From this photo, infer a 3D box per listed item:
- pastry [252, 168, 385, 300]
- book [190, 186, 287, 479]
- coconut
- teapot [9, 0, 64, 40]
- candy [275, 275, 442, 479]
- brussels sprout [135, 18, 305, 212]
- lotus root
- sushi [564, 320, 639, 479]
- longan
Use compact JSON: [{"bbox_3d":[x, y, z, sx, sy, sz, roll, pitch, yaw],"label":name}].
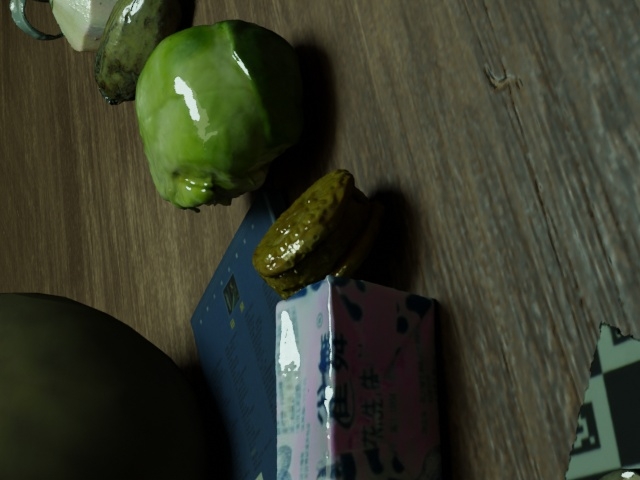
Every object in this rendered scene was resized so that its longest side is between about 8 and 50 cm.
[{"bbox_3d":[0.000,0.000,0.710,0.097,0.057,0.109,-47,14,4],"label":"pastry"},{"bbox_3d":[-0.045,0.116,0.848,0.191,0.025,0.269,-58,38,39],"label":"book"},{"bbox_3d":[-0.261,-0.280,1.217,0.116,0.122,0.116,-14,75,61],"label":"coconut"},{"bbox_3d":[-0.353,-0.413,1.383,0.193,0.129,0.295,5,82,35],"label":"teapot"},{"bbox_3d":[0.025,0.110,0.642,0.073,0.092,0.160,-22,64,54],"label":"candy"},{"bbox_3d":[-0.083,-0.107,0.853,0.183,0.131,0.146,-20,90,61],"label":"brussels sprout"},{"bbox_3d":[-0.202,-0.221,1.141,0.179,0.080,0.089,-54,27,38],"label":"lotus root"},{"bbox_3d":[0.154,0.172,0.432,0.231,0.047,0.220,28,111,60],"label":"sushi"},{"bbox_3d":[-0.270,0.246,0.939,0.404,0.336,0.405,4,99,26],"label":"longan"}]
